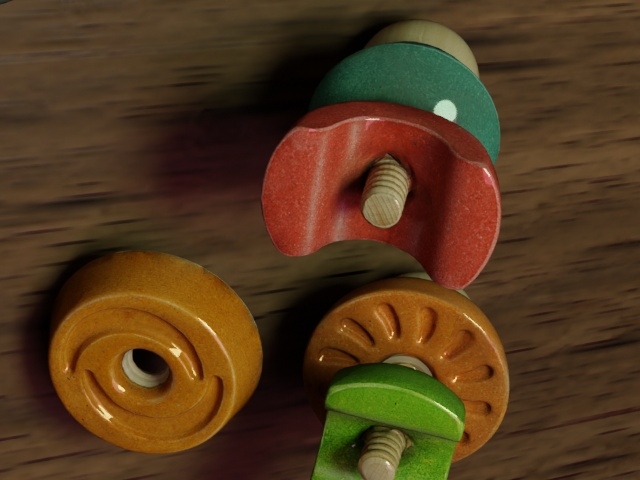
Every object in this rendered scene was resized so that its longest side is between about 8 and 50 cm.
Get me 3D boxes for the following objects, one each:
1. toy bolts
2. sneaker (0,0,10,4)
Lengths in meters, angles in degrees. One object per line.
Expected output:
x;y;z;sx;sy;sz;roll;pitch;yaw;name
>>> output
0.000;0.000;0.917;0.218;0.158;0.228;17;122;2;toy bolts
-0.157;-0.096;0.793;0.083;0.032;0.037;-14;136;-22;sneaker
